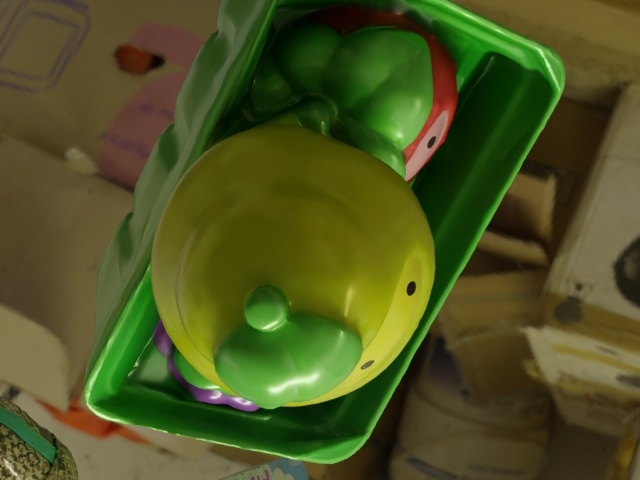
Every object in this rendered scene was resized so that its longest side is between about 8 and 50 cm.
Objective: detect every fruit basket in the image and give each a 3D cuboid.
[{"bbox_3d":[0.000,0.000,0.794,0.283,0.392,0.392,18,172,-32],"label":"fruit basket"}]

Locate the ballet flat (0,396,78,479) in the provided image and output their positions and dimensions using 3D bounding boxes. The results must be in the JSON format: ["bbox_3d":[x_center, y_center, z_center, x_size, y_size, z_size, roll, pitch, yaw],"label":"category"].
[{"bbox_3d":[-0.418,0.218,0.866,0.482,0.164,0.182,-23,125,12],"label":"ballet flat"}]

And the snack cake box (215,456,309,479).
[{"bbox_3d":[-0.094,0.307,1.118,0.089,0.152,0.264,-24,170,28],"label":"snack cake box"}]
